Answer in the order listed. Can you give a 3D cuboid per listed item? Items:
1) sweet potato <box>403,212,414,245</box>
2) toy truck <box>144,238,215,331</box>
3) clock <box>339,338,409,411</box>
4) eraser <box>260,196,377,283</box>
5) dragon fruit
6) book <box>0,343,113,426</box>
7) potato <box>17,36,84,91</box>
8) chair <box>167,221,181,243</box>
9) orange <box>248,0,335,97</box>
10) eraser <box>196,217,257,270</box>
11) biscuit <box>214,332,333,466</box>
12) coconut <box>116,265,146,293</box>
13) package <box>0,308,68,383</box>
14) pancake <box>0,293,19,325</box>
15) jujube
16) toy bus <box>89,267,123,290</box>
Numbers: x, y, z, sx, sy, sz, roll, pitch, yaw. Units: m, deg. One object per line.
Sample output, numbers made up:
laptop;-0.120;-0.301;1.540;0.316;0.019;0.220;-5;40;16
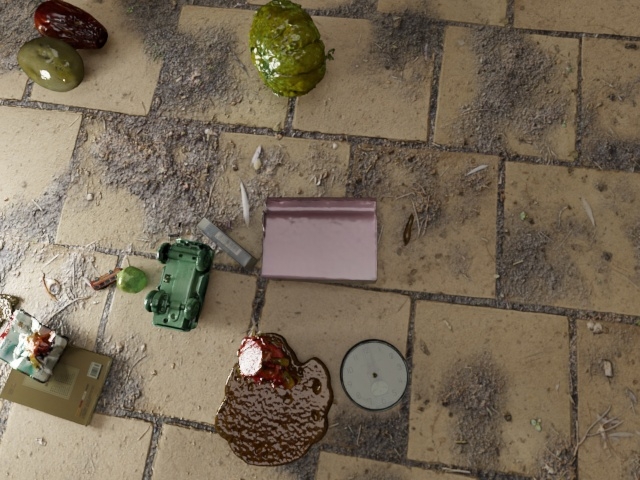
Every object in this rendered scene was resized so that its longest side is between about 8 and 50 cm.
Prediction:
sweet potato;0.290;-0.039;1.319;0.026;0.026;0.115;14;81;6
toy truck;-0.432;0.137;1.253;0.155;0.156;0.279;10;79;5
clock;0.165;0.411;1.225;0.215;0.042;0.215;-1;78;3
eraser;0.000;0.000;1.280;0.359;0.122;0.272;-1;80;4
dragon fruit;-0.148;0.355;1.148;0.208;0.150;0.133;33;112;3
book;-0.845;0.439;1.283;0.310;0.021;0.217;15;80;6
potato;-0.955;-0.626;1.425;0.235;0.160;0.178;15;103;3
chair;-0.493;-0.022;1.350;0.042;0.037;0.086;4;82;-8
orange;-0.119;-0.626;1.316;0.223;0.300;0.301;-33;100;-21
eraser;-0.302;0.012;1.305;0.212;0.092;0.046;39;83;10
biscuit;-0.139;0.474;1.214;0.359;0.074;0.381;-2;76;1
coconut;-0.618;0.127;1.304;0.096;0.088;0.088;17;80;1
package;-0.928;0.337;1.278;0.232;0.040;0.166;27;82;9
pancake;-1.079;0.268;1.331;0.190;0.020;0.184;-37;78;-3
jujube;-0.908;-0.776;1.468;0.236;0.168;0.168;19;80;-6
toy bus;-0.708;0.129;1.334;0.110;0.031;0.043;-28;85;-3
